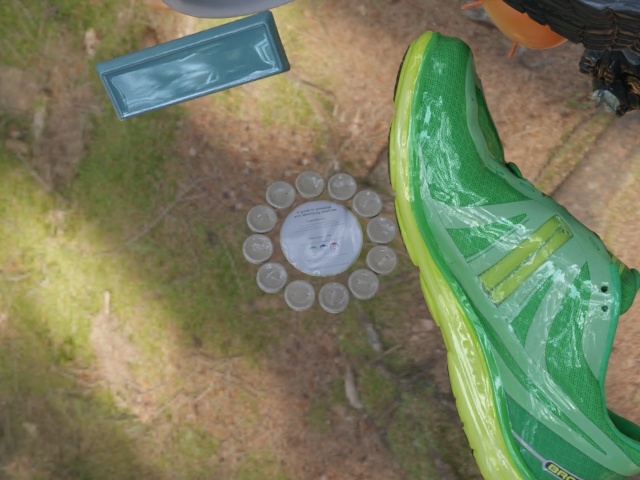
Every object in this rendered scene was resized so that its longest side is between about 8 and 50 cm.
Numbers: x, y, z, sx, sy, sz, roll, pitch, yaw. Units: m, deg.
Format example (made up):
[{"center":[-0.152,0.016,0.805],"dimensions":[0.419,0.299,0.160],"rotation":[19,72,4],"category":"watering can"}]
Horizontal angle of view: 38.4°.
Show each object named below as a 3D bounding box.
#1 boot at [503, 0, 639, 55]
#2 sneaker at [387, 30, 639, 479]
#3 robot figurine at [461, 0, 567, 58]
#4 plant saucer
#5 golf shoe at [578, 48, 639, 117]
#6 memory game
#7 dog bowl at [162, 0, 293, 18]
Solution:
[{"center":[0.202,-0.134,0.398],"dimensions":[0.246,0.083,0.161],"rotation":[35,93,9],"category":"boot"},{"center":[0.121,0.014,0.551],"dimensions":[0.123,0.109,0.295],"rotation":[-18,93,13],"category":"sneaker"},{"center":[0.251,-0.287,0.934],"dimensions":[0.219,0.158,0.128],"rotation":[-41,77,21],"category":"robot figurine"},{"center":[-0.131,-0.174,0.935],"dimensions":[0.192,0.018,0.067],"rotation":[-15,119,9],"category":"plant saucer"},{"center":[0.236,-0.182,0.616],"dimensions":[0.105,0.273,0.120],"rotation":[35,82,23],"category":"golf shoe"},{"center":[0.000,0.000,1.084],"dimensions":[0.012,0.186,0.186],"rotation":[97,154,-67],"category":"memory game"},{"center":[-0.014,-0.263,0.585],"dimensions":[0.265,0.265,0.104],"rotation":[-36,80,35],"category":"dog bowl"}]
